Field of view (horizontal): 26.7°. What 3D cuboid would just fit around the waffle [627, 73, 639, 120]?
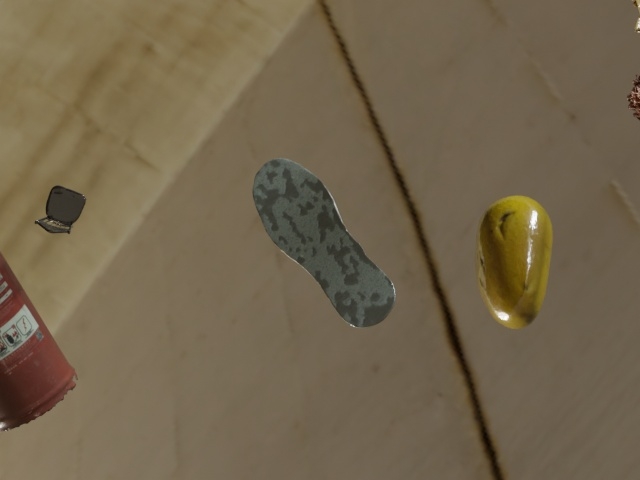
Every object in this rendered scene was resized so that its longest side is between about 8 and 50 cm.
[{"bbox_3d":[0.400,-0.162,1.595,0.029,0.083,0.075,-46,172,-29],"label":"waffle"}]

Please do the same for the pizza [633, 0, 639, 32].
[{"bbox_3d":[0.336,-0.344,1.164,0.251,0.074,0.287,-43,158,-22],"label":"pizza"}]

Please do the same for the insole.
[{"bbox_3d":[0.000,0.000,1.151,0.065,0.006,0.193,-38,-120,-1],"label":"insole"}]

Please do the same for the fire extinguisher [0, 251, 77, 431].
[{"bbox_3d":[-0.353,0.026,1.331,0.147,0.337,0.106,-9,-153,40],"label":"fire extinguisher"}]

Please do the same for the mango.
[{"bbox_3d":[0.245,0.028,1.715,0.195,0.098,0.137,-79,176,-51],"label":"mango"}]

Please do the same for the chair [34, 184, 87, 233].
[{"bbox_3d":[-0.257,-0.031,1.347,0.086,0.037,0.042,-114,-137,-83],"label":"chair"}]
